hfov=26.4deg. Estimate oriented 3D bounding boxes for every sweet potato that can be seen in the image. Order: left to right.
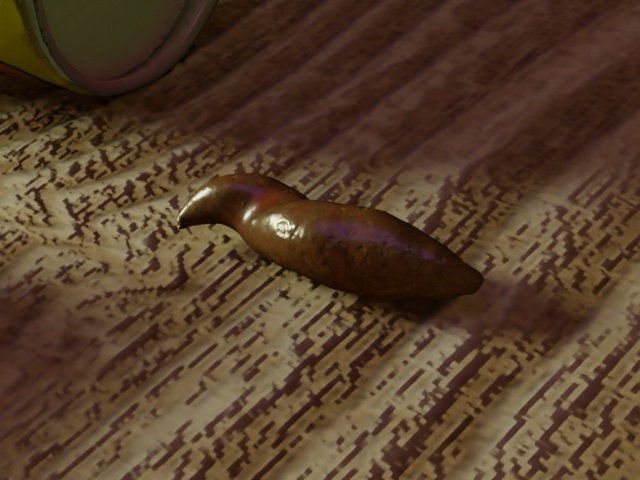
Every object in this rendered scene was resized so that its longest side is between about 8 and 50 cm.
[{"bbox_3d":[0.001,-0.002,0.795,0.202,0.058,0.055,20,69,33],"label":"sweet potato"}]

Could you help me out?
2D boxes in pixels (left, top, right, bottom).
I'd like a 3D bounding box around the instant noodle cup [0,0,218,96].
[{"bbox_3d":[-0.223,-0.258,0.987,0.254,0.325,0.325,21,49,24],"label":"instant noodle cup"}]
